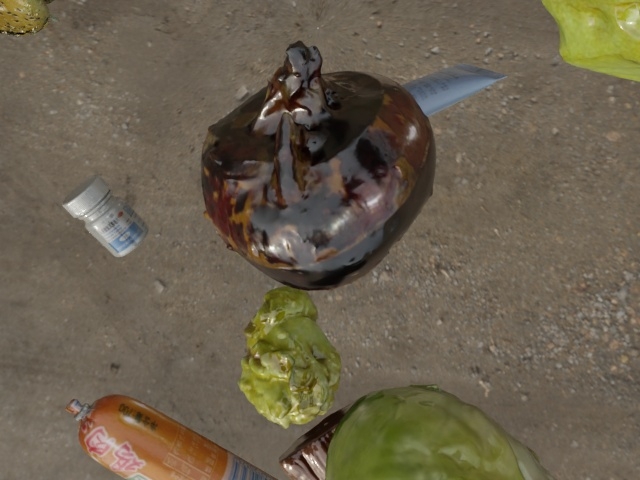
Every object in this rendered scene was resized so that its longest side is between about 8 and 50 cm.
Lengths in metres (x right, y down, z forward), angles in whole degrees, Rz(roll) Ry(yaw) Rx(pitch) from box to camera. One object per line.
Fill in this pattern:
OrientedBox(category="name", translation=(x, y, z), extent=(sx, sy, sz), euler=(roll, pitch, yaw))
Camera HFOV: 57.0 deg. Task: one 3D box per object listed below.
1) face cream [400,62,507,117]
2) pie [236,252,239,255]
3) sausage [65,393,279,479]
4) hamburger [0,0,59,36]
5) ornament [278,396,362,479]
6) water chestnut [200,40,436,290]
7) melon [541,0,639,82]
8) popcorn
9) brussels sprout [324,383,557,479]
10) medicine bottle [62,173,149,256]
OrientedBox(category="face cream", translation=(0.181, -0.273, 1.175), extent=(0.385, 0.135, 0.086), euler=(-27, 127, -18))
OrientedBox(category="pie", translation=(-0.140, -0.073, 1.504), extent=(0.275, 0.105, 0.257), euler=(12, 85, 29))
OrientedBox(category="sausage", translation=(-0.191, 0.290, 0.772), extent=(0.312, 0.093, 0.093), euler=(38, 106, -19))
OrientedBox(category="hamburger", translation=(-0.420, -0.333, 0.759), extent=(0.177, 0.113, 0.185), euler=(-6, 153, 32))
OrientedBox(category="ornament", translation=(0.066, 0.397, 0.970), extent=(0.235, 0.221, 0.217), euler=(-40, 78, 33))
OrientedBox(category="water chestnut", translation=(-0.009, -0.099, 0.700), extent=(0.300, 0.300, 0.299), euler=(0, 110, 0))
OrientedBox(category="melon", translation=(0.214, -0.163, 0.239), extent=(0.226, 0.343, 0.331), euler=(-34, 115, -11))
OrientedBox(category="popcorn", translation=(-0.079, 0.259, 1.265), extent=(0.225, 0.285, 0.174), euler=(-39, 149, 30))
OrientedBox(category="brussels sprout", translation=(0.141, 0.342, 0.766), extent=(0.317, 0.274, 0.242), euler=(30, 144, 25))
OrientedBox(category="medicine bottle", translation=(-0.469, -0.052, 1.296), extent=(0.105, 0.105, 0.168), euler=(-33, 118, 11))
